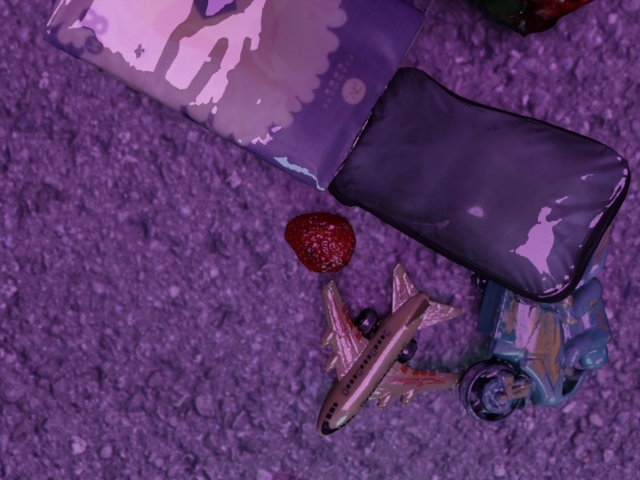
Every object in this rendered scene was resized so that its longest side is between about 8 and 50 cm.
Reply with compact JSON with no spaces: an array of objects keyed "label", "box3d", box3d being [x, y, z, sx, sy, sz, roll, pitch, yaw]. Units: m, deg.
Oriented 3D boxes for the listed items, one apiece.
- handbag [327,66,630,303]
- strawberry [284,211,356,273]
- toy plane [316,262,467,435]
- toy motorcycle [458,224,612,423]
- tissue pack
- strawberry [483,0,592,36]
[{"label":"handbag","box3d":[0.171,-0.075,0.666,0.332,0.075,0.191,29,95,19]},{"label":"strawberry","box3d":[0.000,0.000,0.728,0.097,0.083,0.083,16,100,8]},{"label":"toy plane","box3d":[0.072,0.157,0.747,0.229,0.092,0.244,37,98,-8]},{"label":"toy motorcycle","box3d":[0.297,0.102,0.727,0.199,0.109,0.296,11,93,-13]},{"label":"tissue pack","box3d":[-0.089,-0.237,0.621,0.344,0.125,0.242,27,99,-22]},{"label":"strawberry","box3d":[0.226,-0.379,0.576,0.238,0.250,0.288,46,125,29]}]
